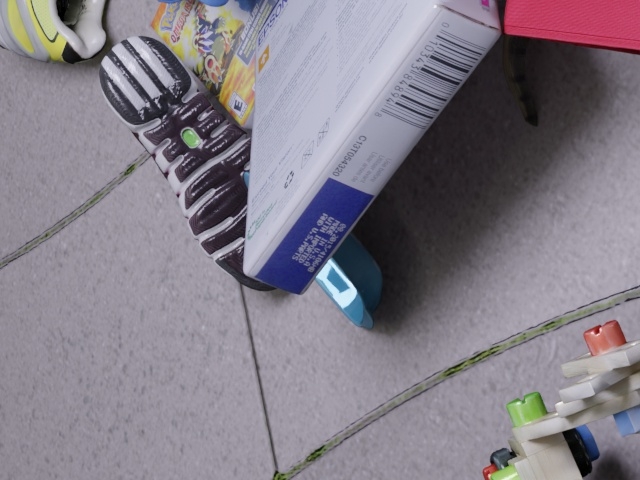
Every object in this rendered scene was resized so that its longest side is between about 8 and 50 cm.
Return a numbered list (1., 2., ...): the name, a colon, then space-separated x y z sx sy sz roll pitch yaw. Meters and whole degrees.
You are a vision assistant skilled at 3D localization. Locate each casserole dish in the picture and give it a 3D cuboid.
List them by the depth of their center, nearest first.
1. casserole dish: 0.000 0.000 1.779 0.188 0.037 0.114 50 167 16

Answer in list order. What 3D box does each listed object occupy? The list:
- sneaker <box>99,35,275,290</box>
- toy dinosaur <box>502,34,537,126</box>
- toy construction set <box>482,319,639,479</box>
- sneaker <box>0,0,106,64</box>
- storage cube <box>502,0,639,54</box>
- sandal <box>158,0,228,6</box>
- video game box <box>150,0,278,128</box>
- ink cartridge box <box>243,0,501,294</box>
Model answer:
1. sneaker: -0.112 -0.078 1.917 0.281 0.106 0.162 57 177 -3
2. toy dinosaur: 0.173 -0.242 1.638 0.118 0.064 0.268 32 115 35
3. toy construction set: 0.219 0.227 1.484 0.215 0.151 0.327 147 114 -85
4. sneaker: -0.256 -0.370 2.046 0.147 0.145 0.384 26 119 35
5. storage cube: 0.276 -0.231 1.440 0.215 0.184 0.193 13 97 46
6. sandal: -0.087 -0.281 1.795 0.317 0.126 0.138 21 106 59
7. video game box: -0.069 -0.244 1.898 0.187 0.048 0.205 49 123 37
8. ink cartridge box: 0.037 -0.173 1.648 0.324 0.071 0.330 -54 23 38
